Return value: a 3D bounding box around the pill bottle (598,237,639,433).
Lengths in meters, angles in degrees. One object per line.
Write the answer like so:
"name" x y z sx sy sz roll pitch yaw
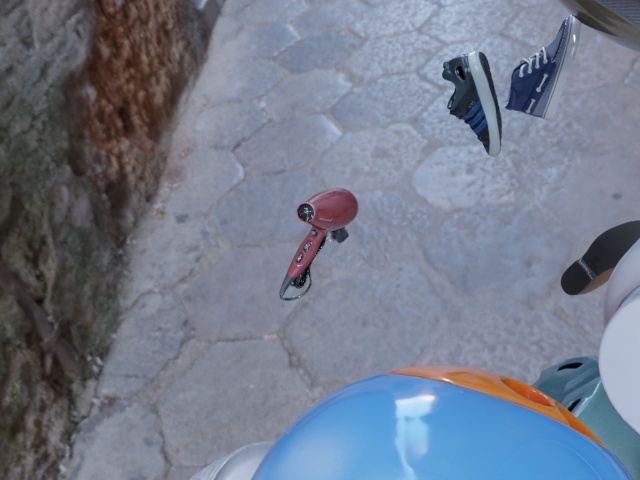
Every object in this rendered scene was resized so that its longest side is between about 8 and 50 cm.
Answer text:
"pill bottle" 0.295 0.042 0.509 0.152 0.152 0.272 14 25 34

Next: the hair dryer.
"hair dryer" 0.000 0.000 1.383 0.080 0.293 0.224 26 66 18

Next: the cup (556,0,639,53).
"cup" 0.494 -0.361 0.920 0.331 0.331 0.237 -19 57 0

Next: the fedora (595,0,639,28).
"fedora" 0.305 -0.248 0.604 0.275 0.243 0.124 38 107 35

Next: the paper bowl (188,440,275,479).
"paper bowl" -0.046 0.396 0.898 0.148 0.284 0.284 -35 30 32

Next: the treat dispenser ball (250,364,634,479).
"treat dispenser ball" 0.080 0.228 0.477 0.288 0.288 0.288 -12 40 10

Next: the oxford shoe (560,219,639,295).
"oxford shoe" 0.574 0.033 1.407 0.076 0.212 0.076 5 51 -37

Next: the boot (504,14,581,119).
"boot" 0.367 -0.288 1.180 0.086 0.190 0.069 13 41 9

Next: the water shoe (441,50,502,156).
"water shoe" 0.258 -0.228 1.206 0.080 0.203 0.073 -6 41 22

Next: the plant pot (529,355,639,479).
"plant pot" 0.365 0.354 0.917 0.341 0.341 0.334 -37 87 -21
